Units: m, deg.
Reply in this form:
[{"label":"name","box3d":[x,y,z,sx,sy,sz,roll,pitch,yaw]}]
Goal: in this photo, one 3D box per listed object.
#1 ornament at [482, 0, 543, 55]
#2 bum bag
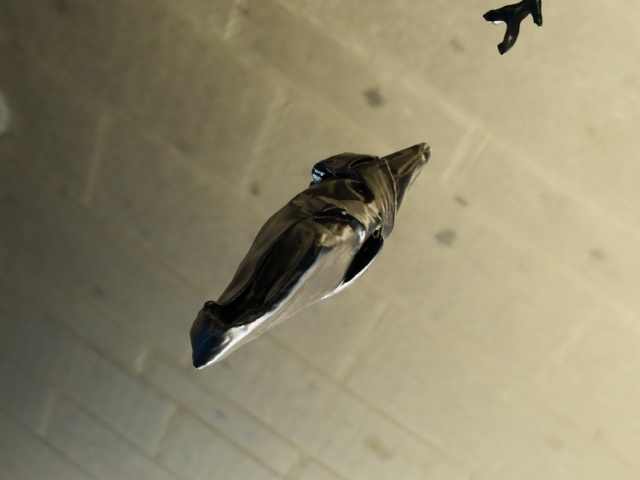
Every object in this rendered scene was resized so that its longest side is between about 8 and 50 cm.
[{"label":"ornament","box3d":[0.222,-0.203,1.294,0.080,0.236,0.202,54,-167,-67]},{"label":"bum bag","box3d":[0.001,0.000,1.079,0.102,0.248,0.069,-21,105,28]}]
